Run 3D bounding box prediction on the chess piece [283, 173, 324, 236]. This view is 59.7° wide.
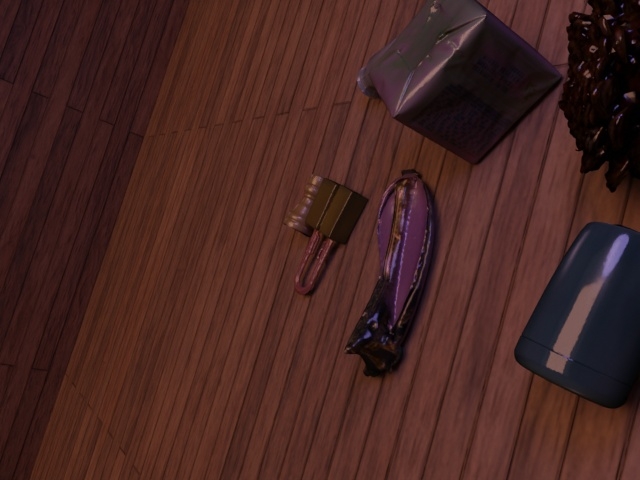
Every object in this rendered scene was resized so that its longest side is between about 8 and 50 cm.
[{"bbox_3d":[-0.022,-0.074,1.159,0.066,0.066,0.122,29,90,54],"label":"chess piece"}]

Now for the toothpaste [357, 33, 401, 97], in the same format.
[{"bbox_3d":[0.149,-0.321,0.967,0.299,0.114,0.073,175,92,-72],"label":"toothpaste"}]

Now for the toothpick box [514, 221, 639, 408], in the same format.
[{"bbox_3d":[0.302,0.075,0.606,0.120,0.120,0.184,27,93,54],"label":"toothpick box"}]

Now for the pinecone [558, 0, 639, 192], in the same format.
[{"bbox_3d":[0.359,-0.169,0.582,0.221,0.221,0.221,-27,53,43],"label":"pinecone"}]

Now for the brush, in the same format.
[{"bbox_3d":[0.000,0.000,1.100,0.103,0.047,0.233,36,103,51],"label":"brush"}]

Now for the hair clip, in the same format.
[{"bbox_3d":[0.122,0.042,0.916,0.110,0.095,0.359,107,-179,-72],"label":"hair clip"}]

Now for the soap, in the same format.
[{"bbox_3d":[0.206,-0.240,0.819,0.182,0.199,0.138,-49,43,27],"label":"soap"}]
